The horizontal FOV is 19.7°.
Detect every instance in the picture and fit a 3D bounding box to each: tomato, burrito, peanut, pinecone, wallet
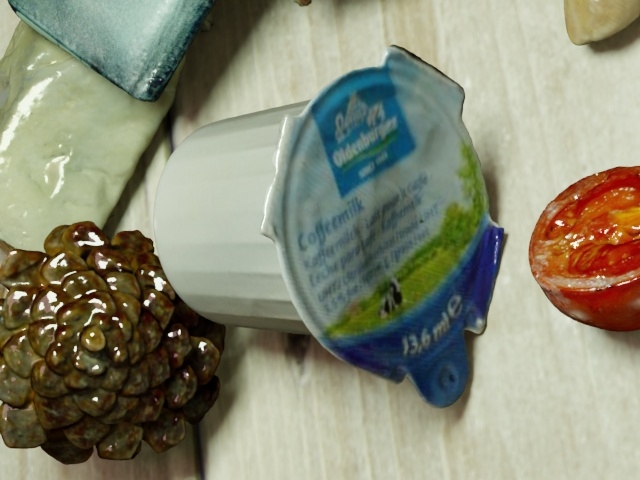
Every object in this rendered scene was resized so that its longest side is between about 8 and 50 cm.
[{"bbox_3d":[0.242,0.017,1.451,0.139,0.091,0.159,-23,34,12],"label":"tomato"},{"bbox_3d":[-0.249,-0.144,1.780,0.190,0.135,0.331,19,79,42],"label":"burrito"},{"bbox_3d":[0.249,-0.232,1.547,0.076,0.076,0.152,24,90,35],"label":"peanut"},{"bbox_3d":[-0.195,0.090,1.616,0.202,0.229,0.201,-48,10,23],"label":"pinecone"},{"bbox_3d":[-0.125,-0.324,1.668,0.191,0.046,0.379,37,100,24],"label":"wallet"}]

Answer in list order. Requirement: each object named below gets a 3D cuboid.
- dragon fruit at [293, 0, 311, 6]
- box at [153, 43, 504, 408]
[{"bbox_3d":[0.045,-0.310,1.676,0.274,0.126,0.161,-46,65,16],"label":"dragon fruit"},{"bbox_3d":[0.000,0.000,1.545,0.206,0.291,0.262,0,30,46],"label":"box"}]
